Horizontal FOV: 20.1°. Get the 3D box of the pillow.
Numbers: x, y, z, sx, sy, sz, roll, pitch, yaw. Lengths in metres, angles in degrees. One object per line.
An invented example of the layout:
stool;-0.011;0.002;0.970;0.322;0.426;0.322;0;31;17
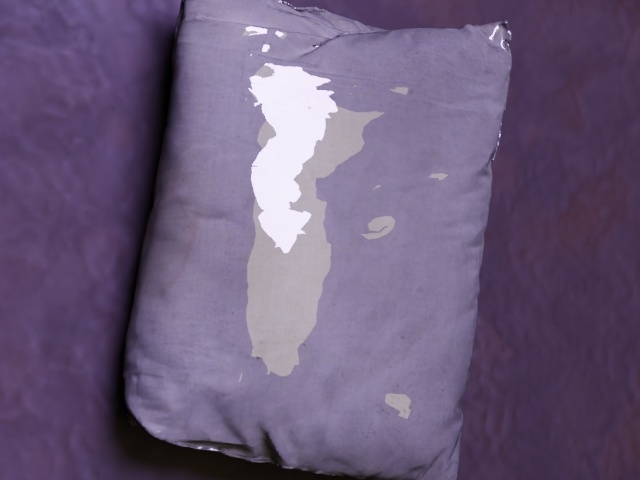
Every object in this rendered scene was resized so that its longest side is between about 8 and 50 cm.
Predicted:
pillow;0.000;0.000;0.668;0.134;0.078;0.181;9;83;-22
